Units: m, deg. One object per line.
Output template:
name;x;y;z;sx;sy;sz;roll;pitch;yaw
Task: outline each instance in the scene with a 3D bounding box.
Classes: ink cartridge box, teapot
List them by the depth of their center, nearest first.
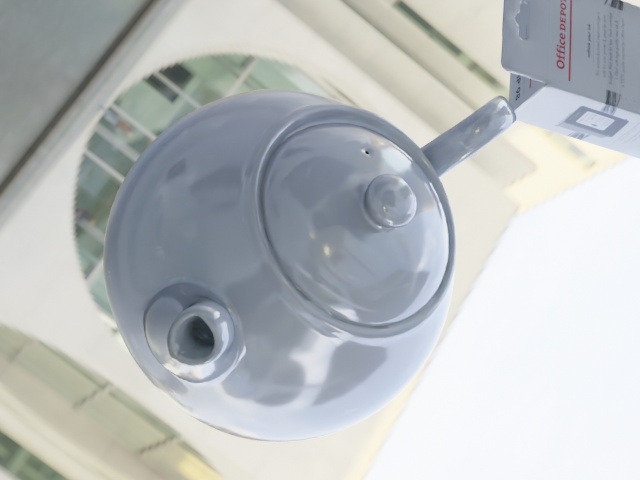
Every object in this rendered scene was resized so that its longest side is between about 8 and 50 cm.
teapot;0.000;0.000;0.832;0.187;0.252;0.256;-31;-132;50
ink cartridge box;0.210;-0.139;1.024;0.060;0.180;0.104;136;-35;-59
